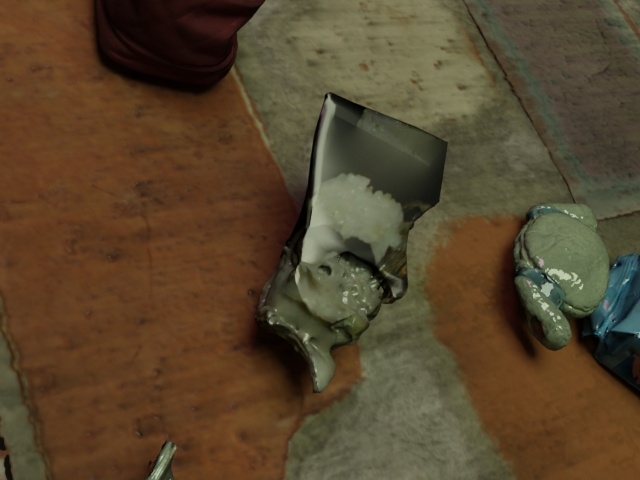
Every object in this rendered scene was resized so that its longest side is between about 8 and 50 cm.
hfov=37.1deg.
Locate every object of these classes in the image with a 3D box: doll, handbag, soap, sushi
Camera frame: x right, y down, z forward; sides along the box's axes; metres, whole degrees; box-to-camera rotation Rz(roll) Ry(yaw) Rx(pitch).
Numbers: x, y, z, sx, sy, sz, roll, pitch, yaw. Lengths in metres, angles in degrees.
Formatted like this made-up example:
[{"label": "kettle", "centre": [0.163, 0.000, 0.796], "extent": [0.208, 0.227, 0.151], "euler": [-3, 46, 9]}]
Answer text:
[{"label": "doll", "centre": [0.249, 0.024, 0.990], "extent": [0.103, 0.071, 0.214], "euler": [34, 45, -7]}, {"label": "handbag", "centre": [-0.137, -0.267, 0.926], "extent": [0.146, 0.135, 0.225], "euler": [7, 53, -25]}, {"label": "soap", "centre": [0.418, 0.130, 1.005], "extent": [0.293, 0.077, 0.156], "euler": [38, 51, 5]}, {"label": "sushi", "centre": [0.013, 0.016, 0.859], "extent": [0.134, 0.109, 0.272], "euler": [23, 66, -20]}]

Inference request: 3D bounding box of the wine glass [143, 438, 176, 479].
[{"label": "wine glass", "centre": [-0.065, 0.214, 0.696], "extent": [0.155, 0.072, 0.072], "euler": [34, 50, -5]}]
